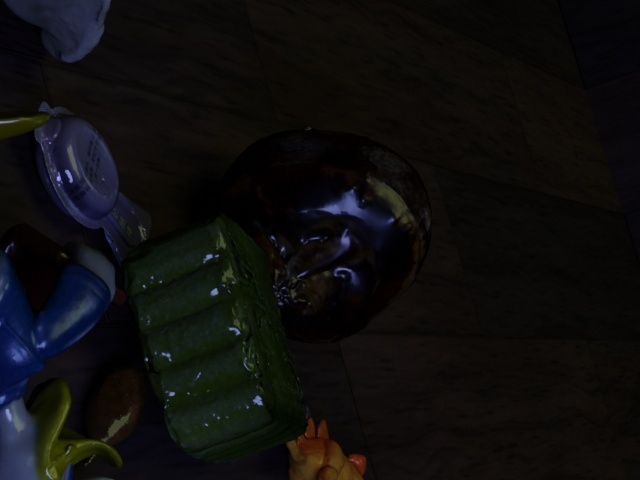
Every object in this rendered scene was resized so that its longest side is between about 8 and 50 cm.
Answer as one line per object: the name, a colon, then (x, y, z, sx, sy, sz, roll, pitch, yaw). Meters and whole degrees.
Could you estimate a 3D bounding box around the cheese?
cheese: (-0.203, -0.046, 1.675, 0.191, 0.042, 0.105, 56, 27, -39)

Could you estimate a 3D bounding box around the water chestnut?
water chestnut: (0.000, 0.000, 1.890, 0.223, 0.224, 0.238, 61, 20, -22)

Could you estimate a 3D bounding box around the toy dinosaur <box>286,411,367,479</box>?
toy dinosaur: (0.004, 0.234, 1.895, 0.288, 0.070, 0.117, 57, 15, -39)

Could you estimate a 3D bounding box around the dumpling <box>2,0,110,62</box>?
dumpling: (-0.237, -0.285, 1.674, 0.227, 0.175, 0.243, 90, 11, -58)

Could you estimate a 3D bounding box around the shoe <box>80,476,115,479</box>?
shoe: (-0.155, 0.317, 1.436, 0.110, 0.095, 0.265, -24, 91, -60)

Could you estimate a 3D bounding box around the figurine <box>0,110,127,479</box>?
figurine: (-0.248, 0.082, 1.367, 0.283, 0.205, 0.338, -13, 95, -76)

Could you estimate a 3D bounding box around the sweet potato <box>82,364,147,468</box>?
sweet potato: (-0.178, 0.152, 1.571, 0.049, 0.049, 0.117, 60, 28, -23)

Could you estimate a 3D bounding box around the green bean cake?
green bean cake: (-0.091, 0.093, 1.681, 0.214, 0.113, 0.200, 52, 22, -73)
